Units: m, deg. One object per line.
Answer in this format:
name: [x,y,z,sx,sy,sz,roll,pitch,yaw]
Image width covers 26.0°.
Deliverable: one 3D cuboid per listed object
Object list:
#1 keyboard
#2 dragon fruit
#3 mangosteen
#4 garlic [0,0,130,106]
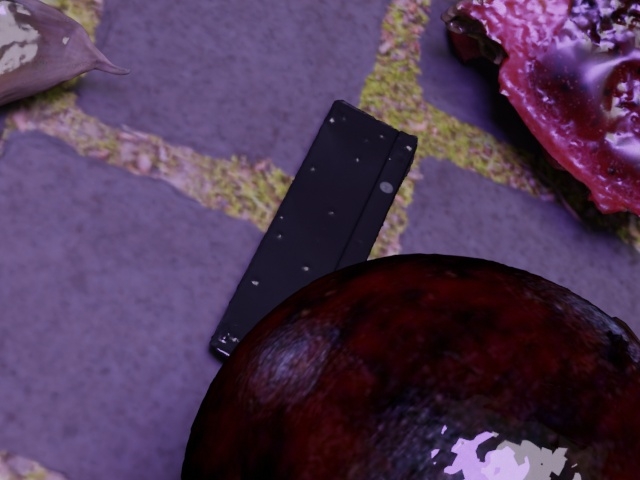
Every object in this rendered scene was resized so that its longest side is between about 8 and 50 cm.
keyboard: [0.000,0.000,0.928,0.072,0.023,0.231,26,55,-2]
dragon fruit: [0.196,-0.159,1.039,0.211,0.134,0.262,16,93,-1]
mangosteen: [0.056,0.157,0.715,0.311,0.311,0.311,11,59,-20]
garlic: [-0.208,-0.119,0.876,0.152,0.066,0.084,-26,104,-30]
